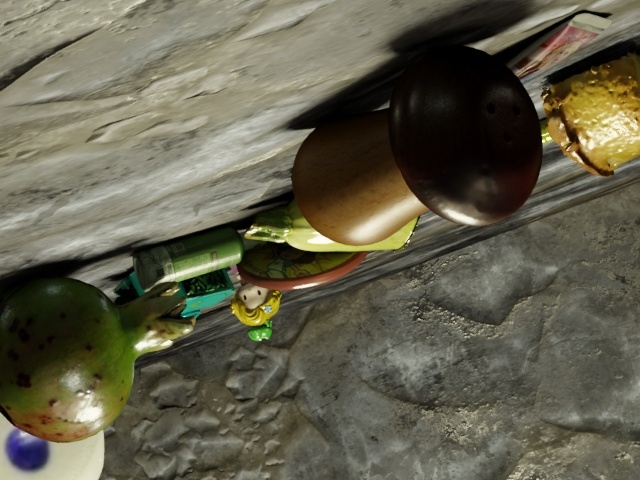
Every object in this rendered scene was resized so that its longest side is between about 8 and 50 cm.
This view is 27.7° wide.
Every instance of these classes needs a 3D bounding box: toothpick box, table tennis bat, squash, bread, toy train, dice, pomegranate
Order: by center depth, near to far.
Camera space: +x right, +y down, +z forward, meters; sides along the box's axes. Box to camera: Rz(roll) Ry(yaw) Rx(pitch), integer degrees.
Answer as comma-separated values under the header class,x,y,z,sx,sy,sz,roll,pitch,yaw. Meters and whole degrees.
class,x,y,z,sx,sy,sz,roll,pitch,yaw
toothpick box,0.102,-0.091,1.409,0.192,0.192,0.294,-14,176,-39
bread,0.413,-0.171,1.778,0.160,0.147,0.260,-20,173,29
pomegranate,-0.342,0.137,1.839,0.306,0.242,0.242,-44,172,1
squash,0.032,-0.027,1.928,0.287,0.137,0.137,-13,170,-33
table tennis bat,0.000,0.000,2.051,0.200,0.038,0.310,18,-143,37
toy train,-0.240,0.081,2.111,0.154,0.107,0.198,-34,166,34
dice,-0.557,0.312,2.170,0.304,0.304,0.277,-14,170,-37

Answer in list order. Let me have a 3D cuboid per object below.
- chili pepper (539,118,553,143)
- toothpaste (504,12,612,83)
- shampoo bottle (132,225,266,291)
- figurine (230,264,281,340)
class,x,y,z,sx,sy,sz,roll,pitch,yaw
chili pepper,0.347,-0.170,2.053,0.208,0.043,0.049,-18,-160,27
toothpaste,0.213,-0.188,1.511,0.266,0.061,0.096,-31,167,30
shampoo bottle,-0.177,0.019,1.956,0.204,0.065,0.065,-17,172,-21
figurine,-0.116,0.111,2.434,0.094,0.156,0.115,-22,170,16
